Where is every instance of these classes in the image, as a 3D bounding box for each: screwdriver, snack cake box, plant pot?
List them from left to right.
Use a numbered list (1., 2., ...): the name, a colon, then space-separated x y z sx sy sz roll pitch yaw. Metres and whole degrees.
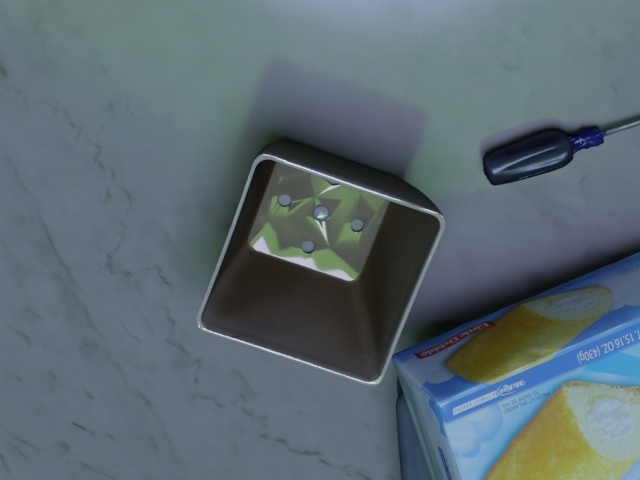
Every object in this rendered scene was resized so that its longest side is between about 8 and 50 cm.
1. plant pot: 0.000 0.000 1.044 0.109 0.096 0.109 19 111 -7
2. screwdriver: 0.175 -0.063 1.062 0.170 0.024 0.025 -15 140 -1
3. snack cake box: 0.191 0.093 1.046 0.264 0.089 0.152 -22 109 -9

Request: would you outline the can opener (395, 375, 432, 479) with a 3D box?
1. can opener: 0.062 0.208 1.135 0.093 0.074 0.280 0 111 1
